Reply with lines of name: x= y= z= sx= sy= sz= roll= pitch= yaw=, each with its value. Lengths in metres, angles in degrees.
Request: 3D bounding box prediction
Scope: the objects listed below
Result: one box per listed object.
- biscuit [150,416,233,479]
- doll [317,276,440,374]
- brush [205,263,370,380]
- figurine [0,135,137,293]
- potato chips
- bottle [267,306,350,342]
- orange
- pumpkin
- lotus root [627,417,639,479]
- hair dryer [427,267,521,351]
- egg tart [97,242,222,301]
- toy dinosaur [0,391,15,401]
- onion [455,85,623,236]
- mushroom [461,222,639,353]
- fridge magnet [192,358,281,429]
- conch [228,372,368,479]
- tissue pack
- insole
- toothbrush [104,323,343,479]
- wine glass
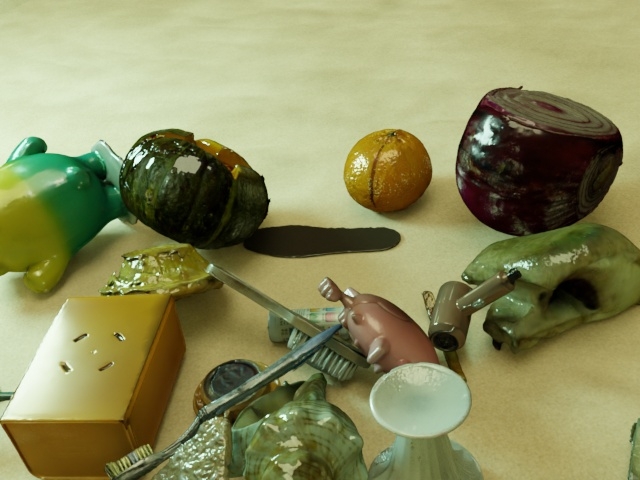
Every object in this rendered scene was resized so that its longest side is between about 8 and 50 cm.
biscuit: x=-0.201 y=0.354 z=1.034 sx=0.250 sy=0.032 sz=0.133 roll=-40 pitch=43 yaw=7
doll: x=0.101 y=0.148 z=1.210 sx=0.093 sy=0.262 sz=0.211 roll=-49 pitch=15 yaw=11
brush: x=-0.065 y=0.138 z=1.298 sx=0.328 sy=0.070 sz=0.065 roll=30 pitch=91 yaw=17
figurine: x=-0.565 y=-0.066 z=1.602 sx=0.340 sy=0.231 sz=0.323 roll=-28 pitch=82 yaw=-32
potato chips: x=0.208 y=0.164 z=1.305 sx=0.026 sy=0.037 sz=0.204 roll=-18 pitch=41 yaw=4
bottle: x=0.019 y=0.143 z=1.346 sx=0.217 sy=0.060 sz=0.060 roll=-5 pitch=36 yaw=7
orange: x=0.141 y=-0.152 z=1.645 sx=0.193 sy=0.161 sz=0.193 roll=-9 pitch=35 yaw=7
pumpkin: x=-0.253 y=-0.103 z=1.557 sx=0.321 sy=0.192 sz=0.320 roll=27 pitch=11 yaw=-6
lotus root: x=0.475 y=0.298 z=1.030 sx=0.144 sy=0.070 sz=0.143 roll=4 pitch=38 yaw=16
hair dryer: x=0.247 y=0.095 z=1.234 sx=0.064 sy=0.182 sz=0.117 roll=37 pitch=43 yaw=-12
egg tart: x=-0.285 y=0.062 z=1.418 sx=0.241 sy=0.105 sz=0.241 roll=-8 pitch=3 yaw=0
toy dinosaur: x=-0.702 y=0.305 z=1.256 sx=0.384 sy=0.129 sz=0.331 roll=20 pitch=55 yaw=32
onion: x=0.410 y=-0.135 z=1.488 sx=0.282 sy=0.260 sz=0.337 roll=23 pitch=27 yaw=25
mushroom: x=0.377 y=0.039 z=1.314 sx=0.292 sy=0.212 sz=0.217 roll=-26 pitch=46 yaw=-12
fridge magnet: x=-0.134 y=0.241 z=1.237 sx=0.143 sy=0.063 sz=0.143 roll=-7 pitch=38 yaw=5
conch: x=-0.037 y=0.294 z=1.083 sx=0.203 sy=0.169 sz=0.386 roll=0 pitch=-1 yaw=2
tissue pack: x=-0.344 y=0.226 z=1.234 sx=0.195 sy=0.145 sz=0.274 roll=0 pitch=36 yaw=8
insole: x=0.000 y=0.000 z=1.594 sx=0.328 sy=0.007 sz=0.111 roll=-1 pitch=38 yaw=10
toothbrush: x=-0.128 y=0.235 z=1.156 sx=0.413 sy=0.035 sz=0.042 roll=-30 pitch=68 yaw=-22
wine glass: x=0.138 y=0.275 z=1.026 sx=0.165 sy=0.196 sz=0.165 roll=-4 pitch=36 yaw=3
